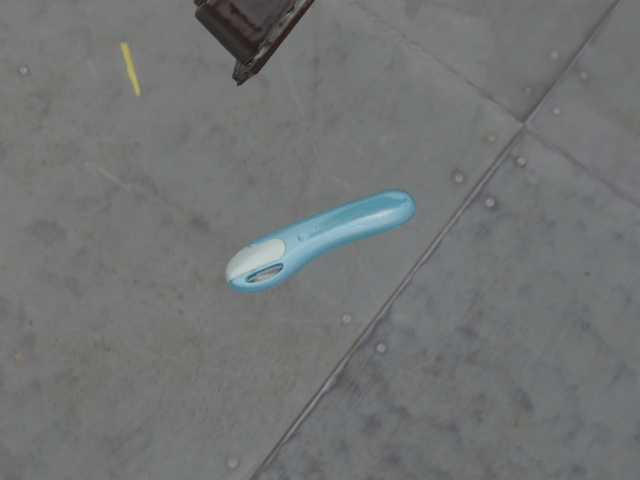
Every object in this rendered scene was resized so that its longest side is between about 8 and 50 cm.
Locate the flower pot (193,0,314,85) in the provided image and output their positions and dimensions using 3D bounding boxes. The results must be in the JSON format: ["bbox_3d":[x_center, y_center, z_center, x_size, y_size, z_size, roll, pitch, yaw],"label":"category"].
[{"bbox_3d":[-0.032,-0.277,0.780,0.084,0.251,0.179,34,27,-19],"label":"flower pot"}]

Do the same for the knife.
[{"bbox_3d":[0.000,0.000,0.921,0.222,0.031,0.064,-23,54,1],"label":"knife"}]
